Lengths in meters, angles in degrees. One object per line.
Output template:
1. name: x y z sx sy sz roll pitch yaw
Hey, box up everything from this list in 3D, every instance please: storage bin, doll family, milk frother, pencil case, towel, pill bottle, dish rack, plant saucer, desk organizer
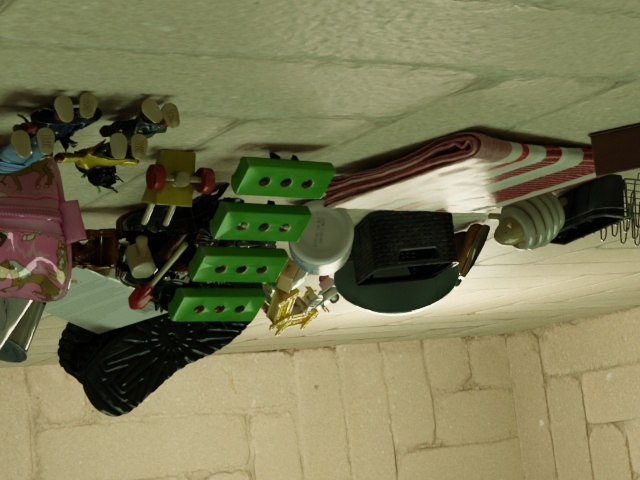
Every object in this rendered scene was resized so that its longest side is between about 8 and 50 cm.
1. storage bin: 0.119 0.009 2.029 0.122 0.084 0.180 -5 172 -11
2. doll family: -0.220 -0.084 1.226 0.193 0.076 0.111 5 171 -33
3. milk frother: -0.453 0.085 1.913 0.129 0.134 0.143 36 145 -29
4. pencil case: -0.422 -0.007 1.291 0.386 0.160 0.167 -3 -148 -26
5. towel: 0.191 -0.079 1.675 0.237 0.037 0.329 -17 169 40
6. pill bottle: 0.000 0.000 1.864 0.087 0.087 0.160 -6 172 -2
7. dish rack: 0.472 -0.034 1.955 0.272 0.074 0.208 6 170 -13
8. plant saucer: 0.118 0.066 2.149 0.195 0.037 0.195 -4 -147 3
9. desk organizer: 0.376 -0.106 1.579 0.130 0.050 0.047 -11 170 27

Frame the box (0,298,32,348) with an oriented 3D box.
1. box: -0.467 0.074 1.515 0.262 0.126 0.231 -9 -151 19

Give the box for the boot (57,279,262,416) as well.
1. boot: -0.274 0.128 2.293 0.348 0.131 0.260 -35 -160 -8

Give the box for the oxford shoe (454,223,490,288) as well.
1. oxford shoe: 0.215 0.017 2.226 0.076 0.076 0.212 33 158 2

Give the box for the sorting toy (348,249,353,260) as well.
1. sorting toy: 0.065 0.013 2.146 0.102 0.042 0.061 -4 171 -17

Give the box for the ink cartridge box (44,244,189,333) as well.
1. ink cartridge box: -0.363 0.055 2.059 0.239 0.060 0.275 27 155 -27

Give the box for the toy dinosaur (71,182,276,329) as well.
1. toy dinosaur: -0.195 0.022 1.708 0.322 0.164 0.218 -26 -162 -28

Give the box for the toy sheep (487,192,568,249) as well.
1. toy sheep: 0.289 -0.030 1.909 0.132 0.091 0.091 -34 -175 -27

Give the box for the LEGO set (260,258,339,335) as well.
1. LEGO set: -0.069 0.082 2.430 0.132 0.107 0.287 -43 161 5

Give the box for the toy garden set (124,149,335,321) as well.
1. toy garden set: -0.124 -0.009 1.524 0.204 0.049 0.244 2 135 -32
